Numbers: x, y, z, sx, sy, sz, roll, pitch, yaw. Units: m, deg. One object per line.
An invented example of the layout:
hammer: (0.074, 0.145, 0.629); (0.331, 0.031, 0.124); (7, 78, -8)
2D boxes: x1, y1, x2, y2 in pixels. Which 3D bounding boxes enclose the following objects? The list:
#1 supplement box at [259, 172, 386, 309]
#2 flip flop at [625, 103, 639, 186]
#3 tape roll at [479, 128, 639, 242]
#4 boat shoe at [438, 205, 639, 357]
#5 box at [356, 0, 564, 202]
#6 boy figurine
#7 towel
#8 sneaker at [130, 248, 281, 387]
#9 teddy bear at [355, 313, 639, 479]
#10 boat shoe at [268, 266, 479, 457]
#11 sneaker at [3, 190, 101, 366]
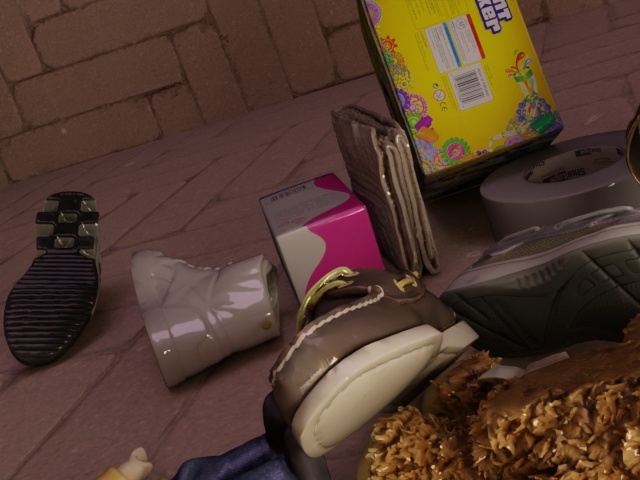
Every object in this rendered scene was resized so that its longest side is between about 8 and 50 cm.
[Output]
supplement box: (0.000, 0.000, 1.116); (0.111, 0.113, 0.220); (-20, 15, -3)
flip flop: (0.301, -0.071, 0.757); (0.080, 0.277, 0.112); (17, -9, -29)
tape roll: (0.298, -0.056, 1.025); (0.219, 0.072, 0.219); (-18, 16, 5)
boat shoe: (0.231, 0.021, 0.705); (0.320, 0.118, 0.103); (-21, 27, 53)
box: (0.170, -0.226, 1.190); (0.177, 0.289, 0.279); (-19, -6, 3)
boy figurine: (-0.136, 0.208, 0.641); (0.285, 0.092, 0.177); (-21, 24, -12)
towel: (0.073, -0.069, 1.124); (0.049, 0.187, 0.282); (-17, 15, -6)
sneaker: (-0.134, 0.068, 1.087); (0.169, 0.108, 0.292); (-21, 26, -10)
teddy bear: (0.168, 0.129, 0.558); (0.338, 0.113, 0.245); (-19, 7, 29)
boat shoe: (0.032, 0.072, 0.650); (0.116, 0.096, 0.324); (-46, -16, 14)
sneaker: (-0.380, 0.082, 1.323); (0.123, 0.146, 0.330); (5, 39, -5)
